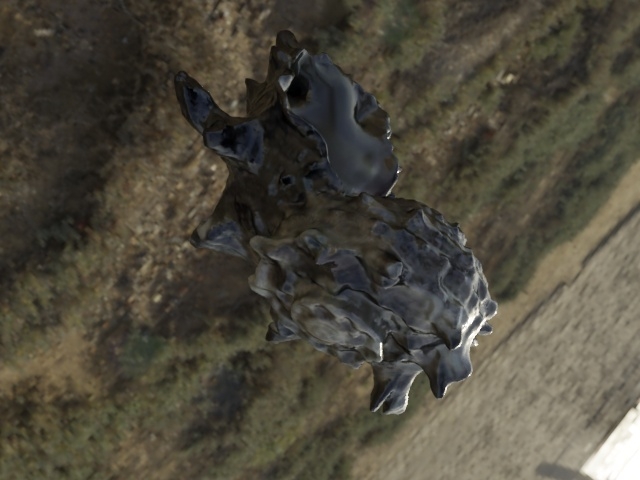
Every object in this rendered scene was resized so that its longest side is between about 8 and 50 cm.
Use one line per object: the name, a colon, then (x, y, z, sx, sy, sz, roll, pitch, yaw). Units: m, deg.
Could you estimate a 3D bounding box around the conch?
conch: (0.010, -0.004, 0.728, 0.186, 0.312, 0.241, -25, -176, -11)
